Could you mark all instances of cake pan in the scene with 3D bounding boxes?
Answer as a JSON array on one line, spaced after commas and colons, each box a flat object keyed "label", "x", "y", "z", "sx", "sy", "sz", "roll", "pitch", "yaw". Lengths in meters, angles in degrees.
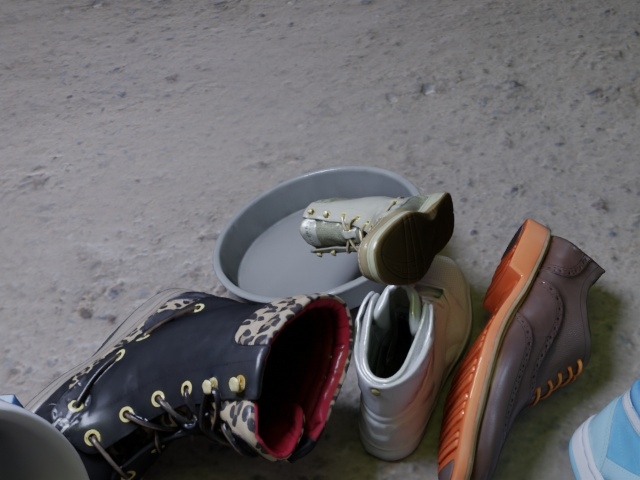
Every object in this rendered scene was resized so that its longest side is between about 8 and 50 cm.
[{"label": "cake pan", "x": 0.000, "y": 0.000, "z": 0.957, "sx": 0.293, "sy": 0.054, "sz": 0.293, "roll": -13, "pitch": 36, "yaw": 10}]

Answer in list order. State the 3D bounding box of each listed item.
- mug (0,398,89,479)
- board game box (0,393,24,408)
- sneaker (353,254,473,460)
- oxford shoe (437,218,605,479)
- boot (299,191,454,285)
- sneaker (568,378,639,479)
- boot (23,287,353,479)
[{"label": "mug", "x": -0.404, "y": 0.271, "z": 0.541, "sx": 0.328, "sy": 0.276, "sz": 0.374, "roll": 7, "pitch": 76, "yaw": 34}, {"label": "board game box", "x": -0.482, "y": 0.322, "z": 0.722, "sx": 0.302, "sy": 0.086, "sz": 0.308, "roll": -5, "pitch": 46, "yaw": 1}, {"label": "sneaker", "x": 0.117, "y": 0.089, "z": 0.824, "sx": 0.108, "sy": 0.169, "sz": 0.292, "roll": 10, "pitch": 47, "yaw": 18}, {"label": "oxford shoe", "x": 0.237, "y": 0.135, "z": 0.799, "sx": 0.133, "sy": 0.130, "sz": 0.363, "roll": 26, "pitch": 61, "yaw": 7}, {"label": "boot", "x": 0.046, "y": -0.005, "z": 0.799, "sx": 0.165, "sy": 0.077, "sz": 0.213, "roll": 1, "pitch": 18, "yaw": 28}, {"label": "sneaker", "x": 0.336, "y": 0.229, "z": 0.600, "sx": 0.127, "sy": 0.208, "sz": 0.319, "roll": 11, "pitch": 34, "yaw": -16}, {"label": "boot", "x": -0.151, "y": 0.184, "z": 0.717, "sx": 0.284, "sy": 0.138, "sz": 0.377, "roll": -7, "pitch": 31, "yaw": 40}]
